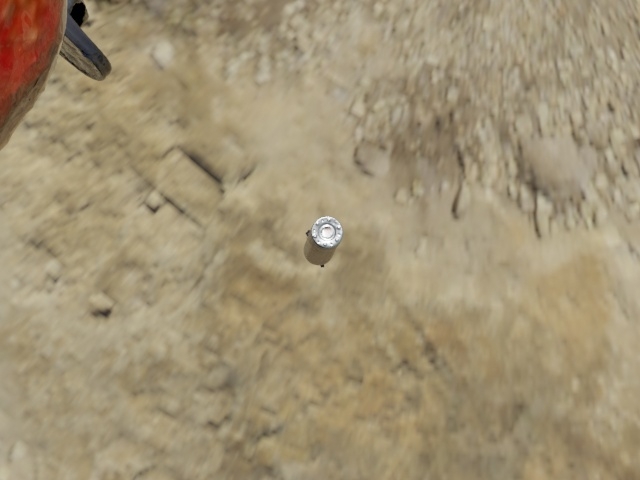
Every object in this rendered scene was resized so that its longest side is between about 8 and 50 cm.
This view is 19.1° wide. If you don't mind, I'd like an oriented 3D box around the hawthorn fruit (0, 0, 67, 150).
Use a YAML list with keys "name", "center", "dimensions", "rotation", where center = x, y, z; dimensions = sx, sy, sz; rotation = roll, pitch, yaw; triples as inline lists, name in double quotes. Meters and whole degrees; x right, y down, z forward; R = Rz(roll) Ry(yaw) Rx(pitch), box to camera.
- name: "hawthorn fruit"
  center: [-0.266, -0.106, 0.936]
  dimensions: [0.275, 0.275, 0.300]
  rotation: [13, 69, 3]

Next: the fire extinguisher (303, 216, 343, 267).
- name: "fire extinguisher"
  center: [0.000, 0.000, 1.290]
  dimensions: [0.022, 0.083, 0.028]
  rotation: [-20, 82, -8]

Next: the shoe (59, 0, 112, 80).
- name: "shoe"
  center: [-0.195, -0.184, 1.266]
  dimensions: [0.179, 0.071, 0.049]
  rotation: [44, 79, 3]
